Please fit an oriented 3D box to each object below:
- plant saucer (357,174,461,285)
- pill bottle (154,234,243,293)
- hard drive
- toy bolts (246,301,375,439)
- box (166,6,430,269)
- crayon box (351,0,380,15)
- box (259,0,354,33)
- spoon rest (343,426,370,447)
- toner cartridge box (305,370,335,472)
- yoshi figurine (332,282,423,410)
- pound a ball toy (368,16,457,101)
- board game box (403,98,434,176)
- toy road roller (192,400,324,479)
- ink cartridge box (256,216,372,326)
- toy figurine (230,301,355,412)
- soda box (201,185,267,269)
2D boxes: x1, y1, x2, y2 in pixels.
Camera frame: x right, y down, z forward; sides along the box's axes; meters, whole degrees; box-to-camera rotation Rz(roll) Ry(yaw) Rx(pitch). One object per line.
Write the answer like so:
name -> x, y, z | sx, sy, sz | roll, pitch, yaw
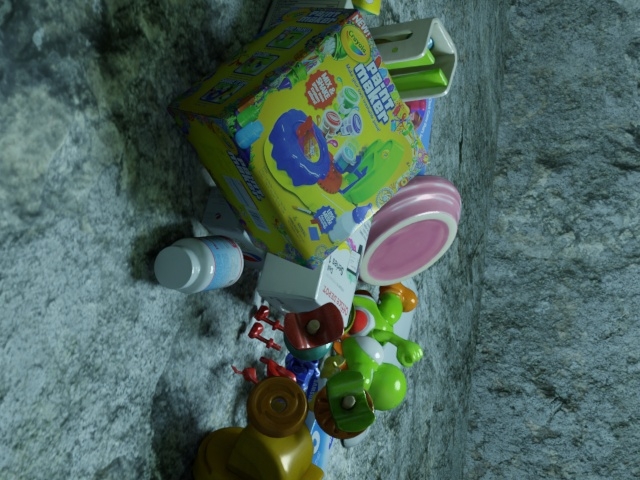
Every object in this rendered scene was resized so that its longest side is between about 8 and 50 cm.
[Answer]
plant saucer -> 0.182, -0.006, 2.140 | 0.084, 0.332, 0.332 | 61, 1, 32
pill bottle -> -0.191, 0.037, 1.475 | 0.160, 0.087, 0.087 | -6, 102, -69
hard drive -> 0.193, 0.258, 2.603 | 0.233, 0.047, 0.352 | 60, 42, -57
toy bolts -> -0.030, 0.235, 1.606 | 0.158, 0.219, 0.228 | 112, -33, -69
box -> -0.027, -0.165, 1.467 | 0.279, 0.177, 0.290 | -43, 123, -20
crayon box -> 0.026, -0.614, 1.810 | 0.363, 0.106, 0.312 | -11, 108, -68
box -> -0.031, -0.317, 1.691 | 0.126, 0.149, 0.232 | 63, 39, -56
spoon rest -> 0.088, 0.419, 2.363 | 0.276, 0.084, 0.137 | 93, 18, -50
toner cartridge box -> -0.043, 0.465, 2.013 | 0.165, 0.075, 0.347 | 69, 34, -53
yoshi figurine -> 0.134, 0.260, 2.181 | 0.362, 0.203, 0.203 | -67, 167, -54
pound a ball toy -> 0.119, -0.338, 1.909 | 0.208, 0.319, 0.135 | 47, 51, -44
board game box -> 0.145, -0.251, 2.139 | 0.233, 0.078, 0.346 | 12, 85, -42
toy road roller -> -0.064, 0.431, 1.606 | 0.202, 0.330, 0.240 | -39, 154, -61
ink cartridge box -> 0.000, 0.000, 1.722 | 0.201, 0.117, 0.278 | 47, 54, -64
toy figurine -> -0.076, 0.250, 1.848 | 0.217, 0.191, 0.362 | -61, -176, 37
soda box -> -0.128, -0.017, 1.647 | 0.216, 0.069, 0.073 | 51, 50, -61
